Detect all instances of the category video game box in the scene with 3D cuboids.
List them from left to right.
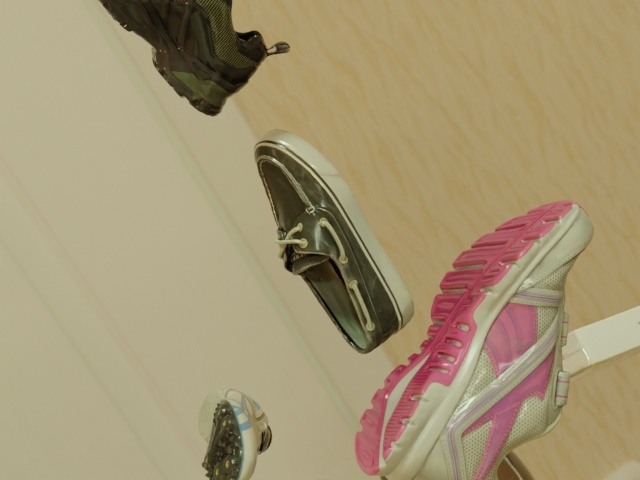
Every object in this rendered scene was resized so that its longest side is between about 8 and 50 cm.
[{"bbox_3d":[0.318,0.126,1.075,0.205,0.048,0.187,-15,-16,-30],"label":"video game box"}]

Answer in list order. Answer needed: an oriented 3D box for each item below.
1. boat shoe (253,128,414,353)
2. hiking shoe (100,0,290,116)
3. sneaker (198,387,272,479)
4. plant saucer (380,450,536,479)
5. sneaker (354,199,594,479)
[{"bbox_3d":[0.000,0.000,0.842,0.070,0.219,0.078,-35,-1,-35],"label":"boat shoe"},{"bbox_3d":[-0.126,-0.218,0.773,0.114,0.227,0.086,-40,30,-1],"label":"hiking shoe"},{"bbox_3d":[-0.090,0.221,1.058,0.237,0.086,0.085,-158,85,-79],"label":"sneaker"},{"bbox_3d":[0.195,0.349,1.208,0.050,0.311,0.310,-22,6,-33],"label":"plant saucer"},{"bbox_3d":[0.134,0.086,0.695,0.252,0.111,0.103,-56,12,-5],"label":"sneaker"}]
